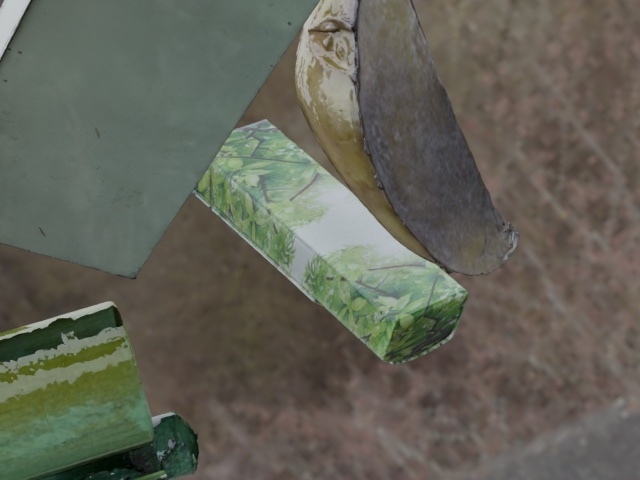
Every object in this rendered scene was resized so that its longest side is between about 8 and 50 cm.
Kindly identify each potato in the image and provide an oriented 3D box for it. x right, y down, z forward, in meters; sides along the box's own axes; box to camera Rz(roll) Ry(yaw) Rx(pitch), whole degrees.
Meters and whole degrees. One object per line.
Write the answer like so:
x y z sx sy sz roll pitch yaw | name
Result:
0.029 -0.074 1.300 0.100 0.261 0.120 1 35 40 | potato

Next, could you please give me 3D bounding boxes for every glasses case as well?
0.000 0.000 1.680 0.095 0.272 0.062 -21 -40 -38 | glasses case

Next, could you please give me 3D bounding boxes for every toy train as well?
-0.226 0.150 1.216 0.307 0.189 0.126 -16 48 -11 | toy train

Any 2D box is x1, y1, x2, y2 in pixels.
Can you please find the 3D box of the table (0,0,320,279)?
-0.102 -0.103 0.946 0.240 0.121 0.111 -52 30 44 | table
